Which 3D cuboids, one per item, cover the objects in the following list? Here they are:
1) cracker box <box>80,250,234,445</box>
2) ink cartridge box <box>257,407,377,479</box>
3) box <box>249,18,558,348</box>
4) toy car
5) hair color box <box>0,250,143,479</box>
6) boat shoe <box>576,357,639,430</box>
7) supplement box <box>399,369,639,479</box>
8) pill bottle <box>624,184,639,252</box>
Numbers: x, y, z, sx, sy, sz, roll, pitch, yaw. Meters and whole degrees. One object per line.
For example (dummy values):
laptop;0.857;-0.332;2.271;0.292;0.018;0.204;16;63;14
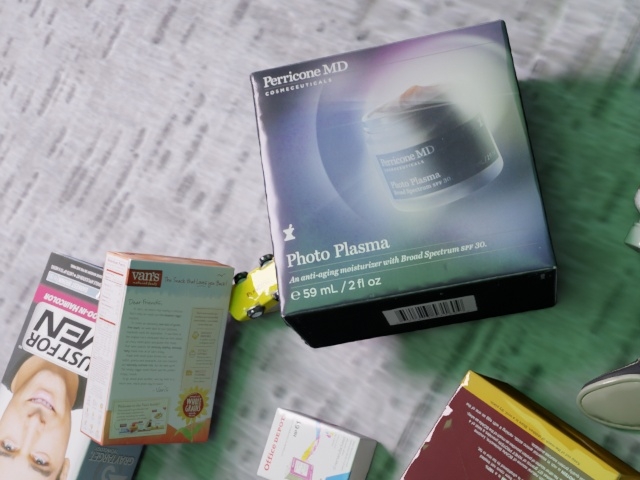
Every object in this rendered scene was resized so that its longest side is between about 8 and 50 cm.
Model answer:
cracker box;-0.204;0.135;1.374;0.067;0.155;0.232;15;96;51
ink cartridge box;-0.006;0.263;1.324;0.122;0.052;0.089;15;85;31
box;0.092;-0.058;1.238;0.296;0.183;0.294;-11;71;8
toy car;0.000;0.000;1.387;0.239;0.053;0.225;1;78;28
hair color box;-0.330;0.223;1.467;0.185;0.113;0.374;17;85;32
boat shoe;0.374;0.147;1.158;0.206;0.075;0.065;-17;27;29
supplement box;0.201;0.275;1.165;0.191;0.129;0.194;34;94;30
pill bottle;0.393;-0.057;1.165;0.094;0.094;0.169;28;91;31
